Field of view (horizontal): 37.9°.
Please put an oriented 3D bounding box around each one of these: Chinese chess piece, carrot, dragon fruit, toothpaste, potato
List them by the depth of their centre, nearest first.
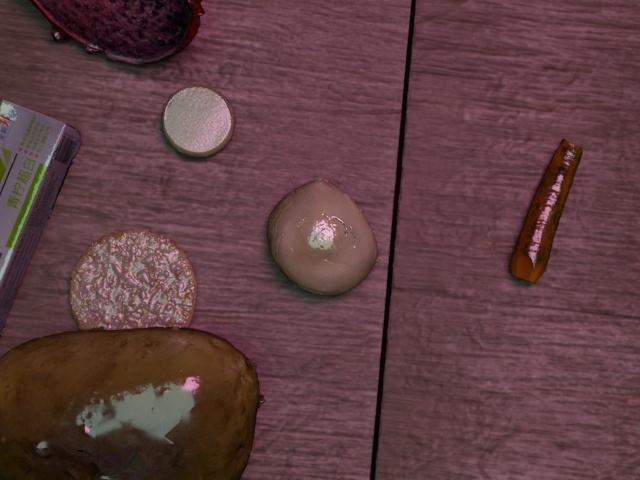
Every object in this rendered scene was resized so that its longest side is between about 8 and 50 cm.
[{"bbox_3d":[-0.213,0.188,0.981,0.308,0.173,0.210,3,107,1],"label":"potato"},{"bbox_3d":[-0.213,-0.316,1.012,0.218,0.224,0.148,49,48,-32],"label":"dragon fruit"},{"bbox_3d":[-0.371,0.016,1.041,0.081,0.067,0.336,22,88,3],"label":"toothpaste"},{"bbox_3d":[0.260,-0.034,1.064,0.042,0.042,0.170,22,86,0],"label":"carrot"},{"bbox_3d":[-0.139,-0.136,1.065,0.084,0.034,0.084,0,88,-3],"label":"Chinese chess piece"}]

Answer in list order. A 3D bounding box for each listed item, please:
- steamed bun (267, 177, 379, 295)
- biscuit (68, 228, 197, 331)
[{"bbox_3d":[0.000,0.000,1.033,0.113,0.091,0.130,-34,89,0],"label":"steamed bun"},{"bbox_3d":[-0.213,0.061,1.063,0.152,0.020,0.152,0,87,0],"label":"biscuit"}]
